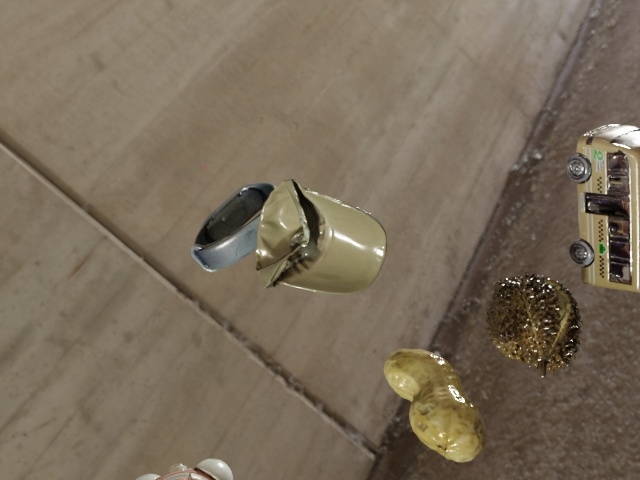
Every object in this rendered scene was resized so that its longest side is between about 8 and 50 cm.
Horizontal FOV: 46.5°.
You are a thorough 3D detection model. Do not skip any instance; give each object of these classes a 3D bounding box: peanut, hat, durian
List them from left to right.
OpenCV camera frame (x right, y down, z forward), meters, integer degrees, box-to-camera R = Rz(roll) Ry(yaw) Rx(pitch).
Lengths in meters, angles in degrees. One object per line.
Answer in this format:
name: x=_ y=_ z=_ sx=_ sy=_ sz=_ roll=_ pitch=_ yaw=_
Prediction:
hat: x=0.000 y=0.000 z=1.131 sx=0.144 sy=0.173 sz=0.166 roll=-135 pitch=60 yaw=-67
peanut: x=0.181 y=0.254 z=1.188 sx=0.098 sy=0.103 sz=0.229 roll=-60 pitch=35 yaw=23
durian: x=0.385 y=0.154 z=1.336 sx=0.196 sy=0.196 sz=0.167 roll=-56 pitch=8 yaw=-36

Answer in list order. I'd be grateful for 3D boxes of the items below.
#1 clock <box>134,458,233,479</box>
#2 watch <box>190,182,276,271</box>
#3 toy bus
clock: x=-0.208 y=0.427 z=1.149 sx=0.165 sy=0.162 sz=0.093 roll=-12 pitch=-31 yaw=-8
watch: x=-0.156 y=-0.027 z=1.415 sx=0.206 sy=0.068 sz=0.193 roll=-39 pitch=24 yaw=1
toy bus: x=0.552 y=-0.059 z=1.352 sx=0.139 sy=0.290 sz=0.157 roll=-19 pitch=20 yaw=-35
